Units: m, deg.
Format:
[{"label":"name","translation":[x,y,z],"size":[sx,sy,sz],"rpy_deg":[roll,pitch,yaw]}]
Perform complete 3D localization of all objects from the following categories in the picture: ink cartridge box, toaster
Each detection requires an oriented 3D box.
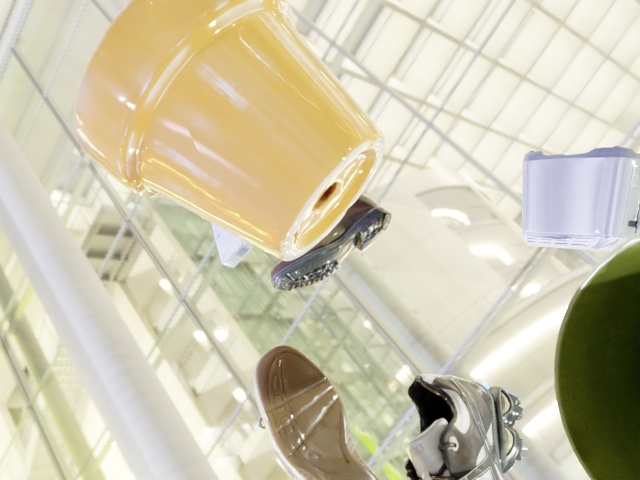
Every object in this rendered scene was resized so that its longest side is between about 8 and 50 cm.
[{"label":"ink cartridge box","translation":[-0.163,-0.013,1.367],"size":[0.029,0.115,0.063],"rpy_deg":[21,-55,-39]},{"label":"toaster","translation":[0.389,-0.060,1.119],"size":[0.129,0.227,0.147],"rpy_deg":[3,-89,-36]}]

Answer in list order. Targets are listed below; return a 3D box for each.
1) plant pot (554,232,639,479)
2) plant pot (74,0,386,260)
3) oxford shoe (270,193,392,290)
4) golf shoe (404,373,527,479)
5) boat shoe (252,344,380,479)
[{"label":"plant pot","translation":[0.419,0.122,0.693],"size":[0.293,0.275,0.275],"rpy_deg":[2,-53,-40]},{"label":"plant pot","translation":[-0.057,-0.090,0.610],"size":[0.205,0.188,0.205],"rpy_deg":[-47,-14,-15]},{"label":"oxford shoe","translation":[0.000,0.000,1.180],"size":[0.227,0.096,0.083],"rpy_deg":[-35,-25,-27]},{"label":"golf shoe","translation":[0.095,0.177,0.511],"size":[0.093,0.198,0.077],"rpy_deg":[26,-56,-19]},{"label":"boat shoe","translation":[-0.008,0.266,0.951],"size":[0.104,0.285,0.089],"rpy_deg":[-29,3,-27]}]
